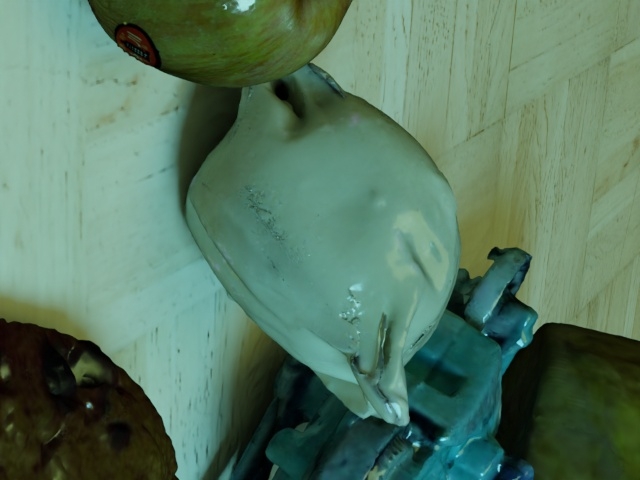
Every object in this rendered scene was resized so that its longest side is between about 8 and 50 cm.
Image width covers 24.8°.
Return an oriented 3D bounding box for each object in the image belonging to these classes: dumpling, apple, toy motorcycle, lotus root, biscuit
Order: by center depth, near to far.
[{"bbox_3d":[-0.114,0.125,0.575,0.192,0.049,0.192,-3,90,-65],"label":"biscuit"},{"bbox_3d":[-0.036,-0.123,0.583,0.126,0.102,0.126,-42,139,-51],"label":"apple"},{"bbox_3d":[0.000,0.000,0.694,0.136,0.118,0.199,117,-43,-69],"label":"dumpling"},{"bbox_3d":[0.039,0.126,0.828,0.260,0.154,0.206,-44,158,-48],"label":"toy motorcycle"},{"bbox_3d":[0.134,0.226,0.996,0.375,0.111,0.390,-68,174,-59],"label":"lotus root"}]
